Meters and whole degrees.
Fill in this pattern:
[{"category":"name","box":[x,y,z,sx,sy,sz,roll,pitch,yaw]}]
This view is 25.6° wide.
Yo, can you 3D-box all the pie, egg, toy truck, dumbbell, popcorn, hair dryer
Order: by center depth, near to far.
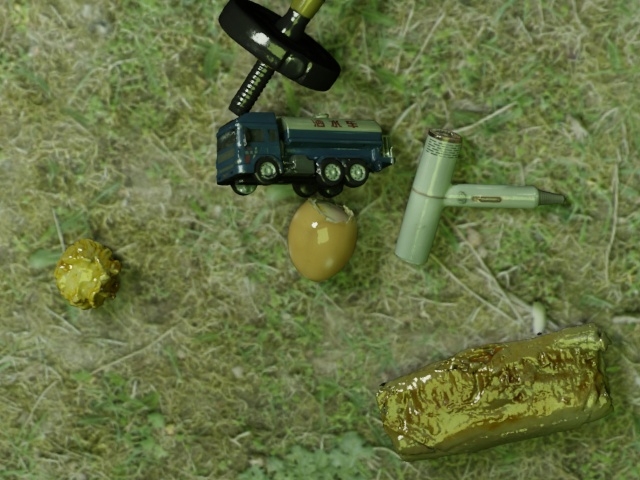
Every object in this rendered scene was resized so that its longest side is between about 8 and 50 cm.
[{"category":"dumbbell","box":[-0.004,-0.266,1.479,0.143,0.143,0.325,32,106,-8]},{"category":"toy truck","box":[-0.013,-0.096,1.532,0.201,0.074,0.088,0,82,-28]},{"category":"egg","box":[0.000,0.000,1.598,0.080,0.080,0.096,21,113,-5]},{"category":"hair dryer","box":[0.190,-0.033,1.603,0.183,0.044,0.155,14,110,-6]},{"category":"popcorn","box":[-0.268,0.039,1.632,0.083,0.057,0.082,-15,100,10]},{"category":"pie","box":[0.210,0.180,1.653,0.282,0.068,0.129,-15,96,6]}]
